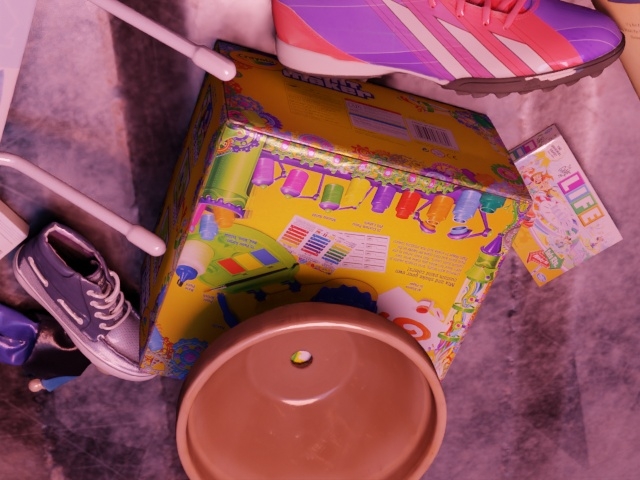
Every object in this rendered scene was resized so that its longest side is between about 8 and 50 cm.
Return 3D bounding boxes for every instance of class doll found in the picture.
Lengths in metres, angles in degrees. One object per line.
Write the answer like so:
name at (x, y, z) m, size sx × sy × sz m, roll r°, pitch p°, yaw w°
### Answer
doll at (-0.293, 0.104, 1.281) m, size 0.189 × 0.046 × 0.129 m, roll 18°, pitch 119°, yaw -18°

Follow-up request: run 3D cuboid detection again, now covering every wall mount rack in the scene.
wall mount rack at (-0.257, -0.117, 1.032) m, size 0.304 × 0.130 × 0.350 m, roll 5°, pitch 132°, yaw -27°

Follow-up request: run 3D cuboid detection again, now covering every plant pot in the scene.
plant pot at (-0.013, 0.137, 1.097) m, size 0.238 × 0.109 × 0.237 m, roll -4°, pitch 123°, yaw -6°

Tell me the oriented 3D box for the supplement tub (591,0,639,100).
supplement tub at (0.333, -0.257, 1.035) m, size 0.228 × 0.228 × 0.316 m, roll -30°, pitch 121°, yaw 11°

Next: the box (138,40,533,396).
box at (0.000, 0.000, 1.180) m, size 0.290 × 0.177 × 0.279 m, roll 14°, pitch 119°, yaw -17°

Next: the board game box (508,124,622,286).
board game box at (0.237, -0.034, 1.281) m, size 0.103 × 0.026 × 0.154 m, roll -32°, pitch 121°, yaw 11°

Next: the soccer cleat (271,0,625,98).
soccer cleat at (0.100, -0.198, 1.051) m, size 0.318 × 0.108 × 0.116 m, roll 8°, pitch 124°, yaw 25°

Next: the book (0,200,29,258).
book at (-0.376, 0.002, 1.215) m, size 0.144 × 0.035 × 0.096 m, roll -36°, pitch 117°, yaw 14°

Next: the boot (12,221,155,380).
boot at (-0.220, 0.064, 1.215) m, size 0.190 × 0.069 × 0.086 m, roll 41°, pitch 145°, yaw -11°
